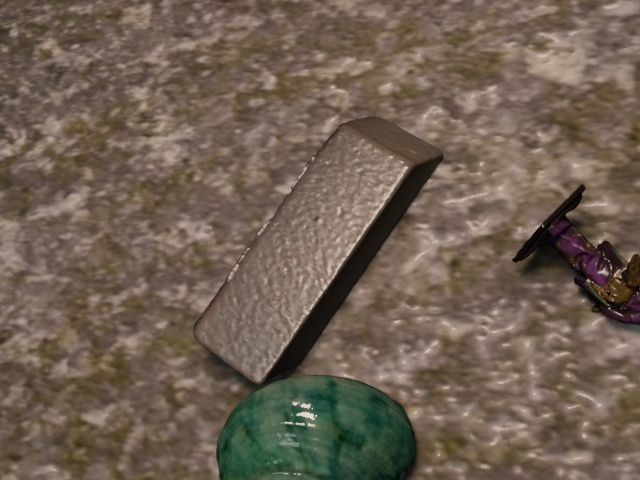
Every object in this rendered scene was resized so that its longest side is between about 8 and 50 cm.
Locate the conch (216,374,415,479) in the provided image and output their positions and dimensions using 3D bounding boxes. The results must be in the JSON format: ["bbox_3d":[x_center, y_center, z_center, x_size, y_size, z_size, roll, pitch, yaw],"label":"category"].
[{"bbox_3d":[-0.016,0.233,0.847,0.196,0.134,0.202,11,74,22],"label":"conch"}]

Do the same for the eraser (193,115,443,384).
[{"bbox_3d":[0.000,0.000,0.959,0.111,0.077,0.352,33,83,22],"label":"eraser"}]

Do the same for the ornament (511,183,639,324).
[{"bbox_3d":[0.314,0.037,0.856,0.203,0.088,0.081,36,60,12],"label":"ornament"}]
